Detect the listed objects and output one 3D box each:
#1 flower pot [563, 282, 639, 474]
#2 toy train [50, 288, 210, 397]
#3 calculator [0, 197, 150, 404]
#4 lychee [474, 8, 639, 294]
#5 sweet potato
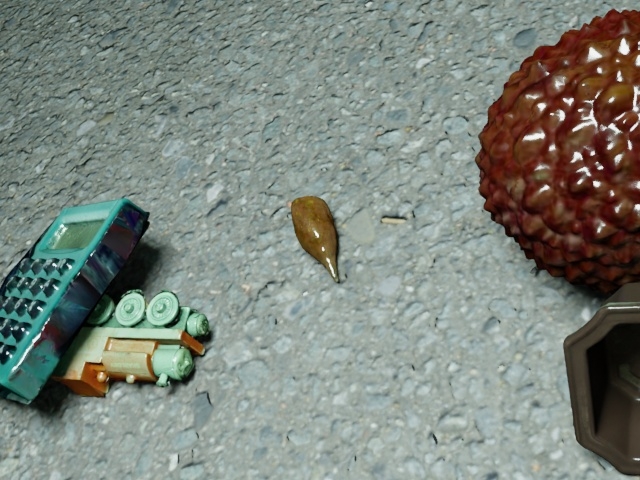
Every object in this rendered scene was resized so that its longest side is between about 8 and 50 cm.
[{"bbox_3d":[0.330,0.099,0.638,0.250,0.179,0.084,-4,30,21],"label":"flower pot"},{"bbox_3d":[-0.215,0.122,0.920,0.175,0.074,0.118,0,63,23],"label":"toy train"},{"bbox_3d":[-0.335,0.063,0.970,0.248,0.058,0.274,-2,52,54],"label":"calculator"},{"bbox_3d":[0.277,-0.077,0.733,0.264,0.300,0.264,16,47,-18],"label":"lychee"},{"bbox_3d":[0.000,0.000,0.933,0.049,0.049,0.117,-25,59,5],"label":"sweet potato"}]
